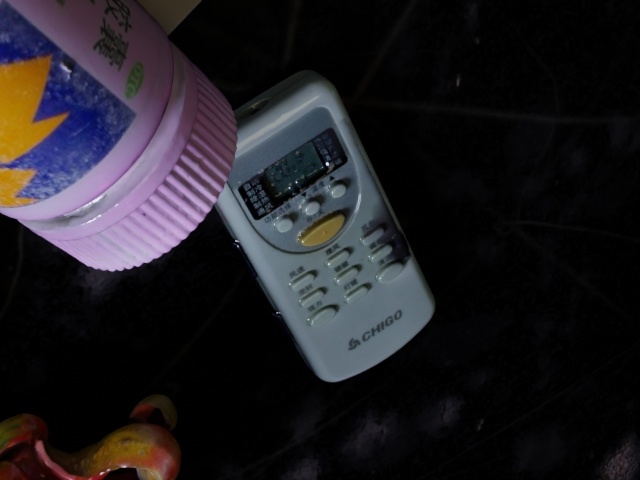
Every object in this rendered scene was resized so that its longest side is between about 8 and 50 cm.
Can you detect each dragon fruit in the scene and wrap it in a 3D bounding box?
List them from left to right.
[{"bbox_3d":[-0.240,0.266,1.068,0.307,0.227,0.243,-39,178,36],"label":"dragon fruit"}]

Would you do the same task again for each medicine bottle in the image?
[{"bbox_3d":[-0.203,-0.116,0.894,0.178,0.178,0.291,-46,136,2],"label":"medicine bottle"}]

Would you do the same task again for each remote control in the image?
[{"bbox_3d":[0.000,0.000,1.162,0.140,0.056,0.296,-32,126,-6],"label":"remote control"}]

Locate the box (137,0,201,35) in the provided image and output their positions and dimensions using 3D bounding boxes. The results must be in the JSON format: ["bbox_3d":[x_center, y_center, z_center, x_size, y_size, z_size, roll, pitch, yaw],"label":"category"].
[{"bbox_3d":[-0.167,-0.309,0.872,0.204,0.051,0.365,-43,132,14],"label":"box"}]
